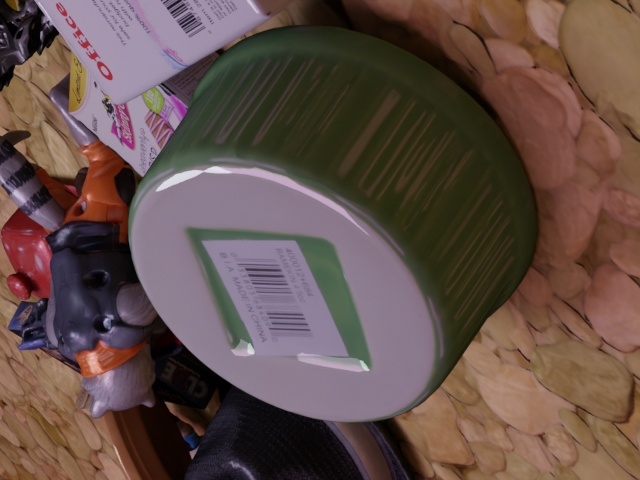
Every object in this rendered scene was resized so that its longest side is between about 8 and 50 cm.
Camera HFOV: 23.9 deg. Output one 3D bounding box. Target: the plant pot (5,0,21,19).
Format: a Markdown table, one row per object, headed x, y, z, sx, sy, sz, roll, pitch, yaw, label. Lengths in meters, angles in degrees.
| x | y | z | sx | sy | sz | roll | pitch | yaw | label |
| --- | --- | --- | --- | --- | --- | --- | --- | --- | --- |
| -0.361 | -0.221 | 1.521 | 0.134 | 0.134 | 0.095 | 52 | -178 | -6 | plant pot |

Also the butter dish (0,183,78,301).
| x | y | z | sx | sy | sz | roll | pitch | yaw | label |
| --- | --- | --- | --- | --- | --- | --- | --- | --- | --- |
| -0.308 | 0.023 | 1.738 | 0.160 | 0.118 | 0.160 | 9 | 133 | 51 | butter dish |

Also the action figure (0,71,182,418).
| x | y | z | sx | sy | sz | roll | pitch | yaw | label |
| --- | --- | --- | --- | --- | --- | --- | --- | --- | --- |
| -0.263 | 0.029 | 1.550 | 0.341 | 0.178 | 0.330 | -28 | 81 | 38 | action figure |

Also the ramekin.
| x | y | z | sx | sy | sz | roll | pitch | yaw | label |
| --- | --- | --- | --- | --- | --- | --- | --- | --- | --- |
| 0.000 | 0.000 | 1.171 | 0.303 | 0.148 | 0.303 | 19 | 138 | 18 | ramekin |

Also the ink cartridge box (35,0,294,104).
| x | y | z | sx | sy | sz | roll | pitch | yaw | label |
| --- | --- | --- | --- | --- | --- | --- | --- | --- | --- |
| -0.124 | -0.241 | 1.160 | 0.201 | 0.117 | 0.278 | 55 | 151 | -11 | ink cartridge box |

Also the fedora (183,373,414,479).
| x | y | z | sx | sy | sz | roll | pitch | yaw | label |
| --- | --- | --- | --- | --- | --- | --- | --- | --- | --- |
| -0.045 | 0.260 | 1.632 | 0.334 | 0.152 | 0.334 | 34 | 149 | 24 | fedora |

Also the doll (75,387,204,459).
| x | y | z | sx | sy | sz | roll | pitch | yaw | label |
| --- | --- | --- | --- | --- | --- | --- | --- | --- | --- |
| -0.205 | 0.224 | 1.862 | 0.189 | 0.046 | 0.129 | 29 | 166 | -23 | doll |

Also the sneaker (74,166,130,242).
| x | y | z | sx | sy | sz | roll | pitch | yaw | label |
| --- | --- | --- | --- | --- | --- | --- | --- | --- | --- |
| -0.224 | 0.011 | 1.655 | 0.066 | 0.071 | 0.188 | 2 | 128 | 53 | sneaker |

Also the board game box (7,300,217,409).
| x | y | z | sx | sy | sz | roll | pitch | yaw | label |
| --- | --- | --- | --- | --- | --- | --- | --- | --- | --- |
| -0.252 | 0.135 | 1.819 | 0.165 | 0.042 | 0.243 | 38 | 159 | -31 | board game box |

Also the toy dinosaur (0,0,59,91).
| x | y | z | sx | sy | sz | roll | pitch | yaw | label |
| --- | --- | --- | --- | --- | --- | --- | --- | --- | --- |
| -0.331 | -0.248 | 1.360 | 0.218 | 0.164 | 0.322 | 42 | 146 | -9 | toy dinosaur |

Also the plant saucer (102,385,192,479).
| x | y | z | sx | sy | sz | roll | pitch | yaw | label |
| --- | --- | --- | --- | --- | --- | --- | --- | --- | --- |
| -0.188 | 0.228 | 1.701 | 0.200 | 0.037 | 0.200 | 63 | -176 | -8 | plant saucer |

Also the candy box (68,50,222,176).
| x | y | z | sx | sy | sz | roll | pitch | yaw | label |
| --- | --- | --- | --- | --- | --- | --- | --- | --- | --- |
| -0.123 | -0.108 | 1.370 | 0.233 | 0.071 | 0.159 | 41 | 150 | 15 | candy box |
